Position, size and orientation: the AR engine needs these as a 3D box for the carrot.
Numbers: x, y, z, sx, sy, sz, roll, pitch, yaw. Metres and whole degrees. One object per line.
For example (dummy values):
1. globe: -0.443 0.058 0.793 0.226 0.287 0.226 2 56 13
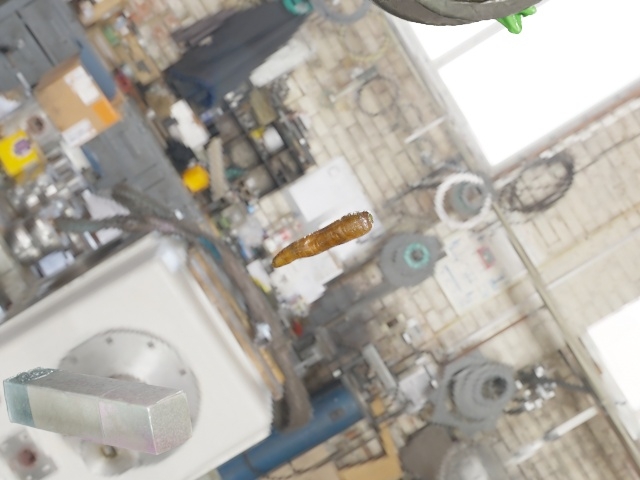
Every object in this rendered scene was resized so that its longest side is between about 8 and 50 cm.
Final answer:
1. carrot: 0.001 0.000 1.360 0.035 0.165 0.036 40 36 -38

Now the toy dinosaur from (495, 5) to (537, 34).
1. toy dinosaur: 0.289 -0.665 1.888 0.500 0.374 0.144 46 34 21

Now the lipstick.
1. lipstick: -0.301 0.220 1.363 0.066 0.317 0.068 -18 104 -47

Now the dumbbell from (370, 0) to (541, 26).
1. dumbbell: 0.082 -0.267 0.700 0.192 0.192 0.290 54 13 -53
